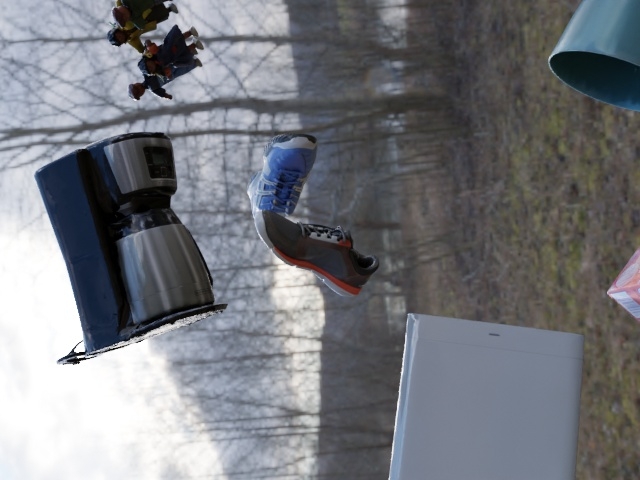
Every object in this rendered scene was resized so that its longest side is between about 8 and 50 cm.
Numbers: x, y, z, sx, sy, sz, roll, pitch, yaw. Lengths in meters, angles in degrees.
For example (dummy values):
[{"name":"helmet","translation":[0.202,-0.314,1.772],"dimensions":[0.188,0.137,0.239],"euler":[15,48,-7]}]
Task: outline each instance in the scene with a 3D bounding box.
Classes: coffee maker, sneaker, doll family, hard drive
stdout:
[{"name":"coffee maker","translation":[-0.193,0.008,0.758],"dimensions":[0.120,0.171,0.178],"euler":[61,-171,-84]},{"name":"sneaker","translation":[-0.051,-0.082,1.194],"dimensions":[0.211,0.080,0.081],"euler":[121,146,-59]},{"name":"sneaker","translation":[0.000,0.000,0.896],"dimensions":[0.158,0.065,0.061],"euler":[31,-151,-31]},{"name":"doll family","translation":[-0.226,-0.261,1.100],"dimensions":[0.076,0.111,0.193],"euler":[32,155,45]},{"name":"hard drive","translation":[0.182,0.247,0.930],"dimensions":[0.040,0.203,0.307],"euler":[71,-153,-75]}]

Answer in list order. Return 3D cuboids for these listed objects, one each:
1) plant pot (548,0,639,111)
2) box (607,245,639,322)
[{"name":"plant pot","translation":[0.673,-0.442,1.769],"dimensions":[0.293,0.293,0.235],"euler":[55,-121,-85]},{"name":"box","translation":[0.512,0.096,0.952],"dimensions":[0.142,0.300,0.154],"euler":[-50,1,-14]}]
